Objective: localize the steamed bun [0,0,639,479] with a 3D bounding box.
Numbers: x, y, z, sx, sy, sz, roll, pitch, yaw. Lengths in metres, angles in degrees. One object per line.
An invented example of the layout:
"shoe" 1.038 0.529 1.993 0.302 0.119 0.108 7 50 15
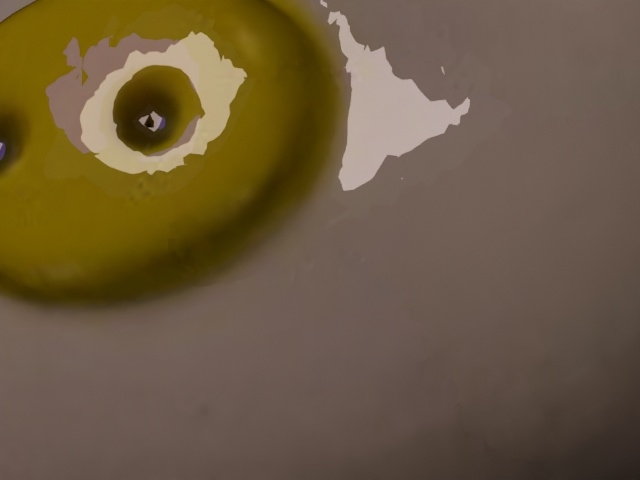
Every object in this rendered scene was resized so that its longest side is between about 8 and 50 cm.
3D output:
"steamed bun" 0.002 0.004 0.669 0.374 0.334 0.334 -7 48 22
